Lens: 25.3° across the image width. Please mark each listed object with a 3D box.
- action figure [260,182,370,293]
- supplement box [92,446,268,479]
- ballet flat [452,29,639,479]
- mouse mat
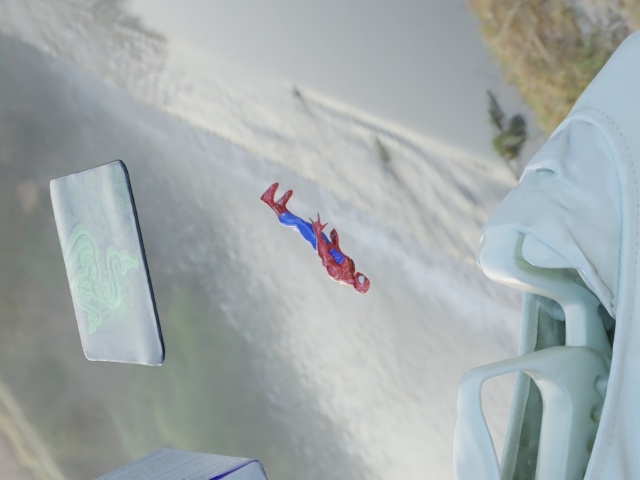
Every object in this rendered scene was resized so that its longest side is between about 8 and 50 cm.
[{"bbox_3d":[0.000,0.000,1.086,0.115,0.030,0.038,50,-173,28],"label":"action figure"},{"bbox_3d":[-0.094,0.198,0.854,0.111,0.114,0.220,67,158,-4],"label":"supplement box"},{"bbox_3d":[0.148,0.058,0.838,0.139,0.139,0.400,167,110,-72],"label":"ballet flat"},{"bbox_3d":[-0.167,0.020,1.097,0.189,0.007,0.153,-7,96,64],"label":"mouse mat"}]
